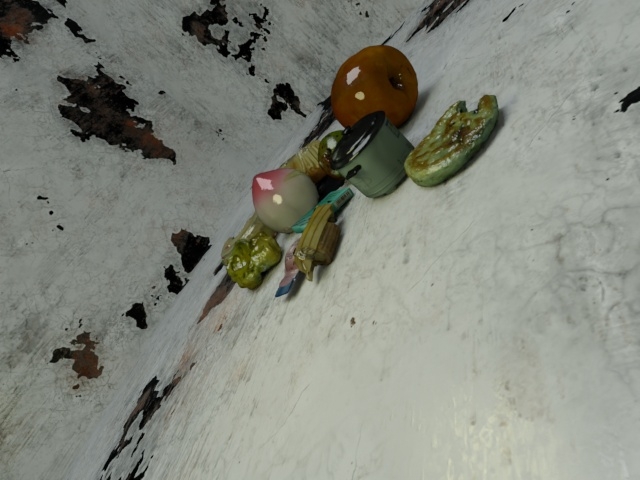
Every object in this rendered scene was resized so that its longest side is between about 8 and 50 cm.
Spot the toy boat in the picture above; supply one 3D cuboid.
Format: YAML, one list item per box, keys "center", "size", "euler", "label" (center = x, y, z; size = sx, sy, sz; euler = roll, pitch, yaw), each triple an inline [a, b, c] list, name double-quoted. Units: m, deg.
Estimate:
- center: [0.000, 0.000, 1.353]
  size: [0.090, 0.115, 0.310]
  euler: [88, -160, -45]
  label: "toy boat"

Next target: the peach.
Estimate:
- center: [0.204, -0.578, 1.617]
  size: [0.343, 0.342, 0.301]
  euler: [-59, 18, -23]
  label: "peach"

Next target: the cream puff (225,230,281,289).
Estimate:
- center: [-0.298, 0.074, 1.770]
  size: [0.282, 0.185, 0.282]
  euler: [-44, 17, 17]
  label: "cream puff"

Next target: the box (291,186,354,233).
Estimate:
- center: [0.006, -0.113, 1.568]
  size: [0.229, 0.041, 0.162]
  euler: [-42, 15, -17]
  label: "box"

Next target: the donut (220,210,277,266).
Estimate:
- center: [-0.359, 0.006, 2.074]
  size: [0.371, 0.150, 0.307]
  euler: [-42, 22, 25]
  label: "donut"

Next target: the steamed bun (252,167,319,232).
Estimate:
- center: [-0.179, -0.200, 1.844]
  size: [0.309, 0.309, 0.309]
  euler: [-43, 21, 21]
  label: "steamed bun"

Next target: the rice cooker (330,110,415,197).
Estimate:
- center: [0.158, -0.279, 1.321]
  size: [0.241, 0.227, 0.281]
  euler: [-26, 32, 50]
  label: "rice cooker"

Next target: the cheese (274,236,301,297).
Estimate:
- center: [-0.081, 0.077, 1.443]
  size: [0.188, 0.074, 0.286]
  euler: [-29, 28, 48]
  label: "cheese"

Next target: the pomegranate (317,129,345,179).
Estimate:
- center: [0.083, -0.352, 1.687]
  size: [0.198, 0.198, 0.246]
  euler: [-46, 12, 14]
  label: "pomegranate"

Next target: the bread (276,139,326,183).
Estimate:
- center: [-0.083, -0.362, 2.118]
  size: [0.236, 0.183, 0.388]
  euler: [-38, 7, -26]
  label: "bread"

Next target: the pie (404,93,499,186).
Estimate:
- center: [0.350, -0.271, 1.128]
  size: [0.302, 0.066, 0.303]
  euler: [-41, 22, 21]
  label: "pie"
